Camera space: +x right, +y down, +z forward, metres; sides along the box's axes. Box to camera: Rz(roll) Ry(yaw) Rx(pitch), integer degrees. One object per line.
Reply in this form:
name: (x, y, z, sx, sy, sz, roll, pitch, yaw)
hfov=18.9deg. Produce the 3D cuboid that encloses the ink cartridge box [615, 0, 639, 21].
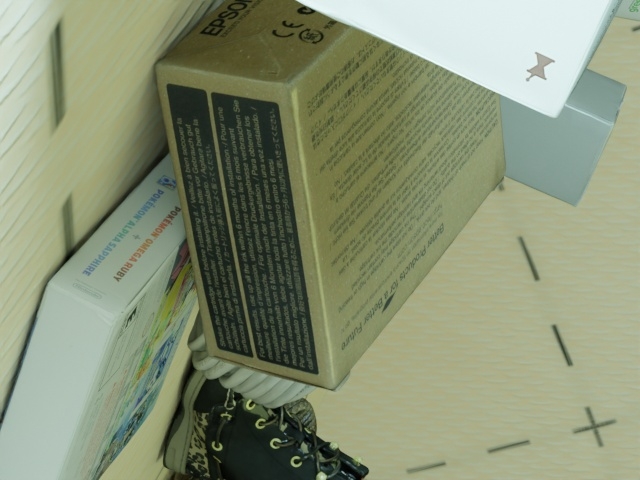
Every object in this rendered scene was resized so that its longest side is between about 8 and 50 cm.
ink cartridge box: (0.275, -0.367, 1.891, 0.309, 0.272, 0.130, 119, -24, -58)

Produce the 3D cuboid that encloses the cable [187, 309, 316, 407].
cable: (0.000, 0.000, 1.411, 0.257, 0.089, 0.257, -54, -168, 18)

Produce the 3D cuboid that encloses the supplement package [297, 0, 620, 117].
supplement package: (0.044, -0.159, 0.767, 0.149, 0.194, 0.203, -65, 175, 10)

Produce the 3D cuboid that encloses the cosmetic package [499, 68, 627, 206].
cosmetic package: (0.167, -0.137, 1.855, 0.107, 0.238, 0.127, -66, 174, 26)

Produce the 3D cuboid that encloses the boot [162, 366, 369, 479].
boot: (-0.033, 0.160, 1.687, 0.085, 0.178, 0.236, -58, 174, -41)

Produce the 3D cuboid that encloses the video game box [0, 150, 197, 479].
video game box: (-0.120, 0.062, 1.080, 0.187, 0.048, 0.205, -50, 167, -55)

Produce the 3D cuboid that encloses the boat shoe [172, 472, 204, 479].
boat shoe: (-0.144, 0.338, 1.950, 0.092, 0.103, 0.285, 60, 51, -78)

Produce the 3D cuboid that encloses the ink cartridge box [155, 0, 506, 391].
ink cartridge box: (0.015, -0.064, 1.067, 0.235, 0.088, 0.193, -49, 141, -46)

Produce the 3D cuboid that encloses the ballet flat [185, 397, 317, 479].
ballet flat: (-0.097, 0.246, 1.881, 0.250, 0.084, 0.058, -45, 161, -12)
